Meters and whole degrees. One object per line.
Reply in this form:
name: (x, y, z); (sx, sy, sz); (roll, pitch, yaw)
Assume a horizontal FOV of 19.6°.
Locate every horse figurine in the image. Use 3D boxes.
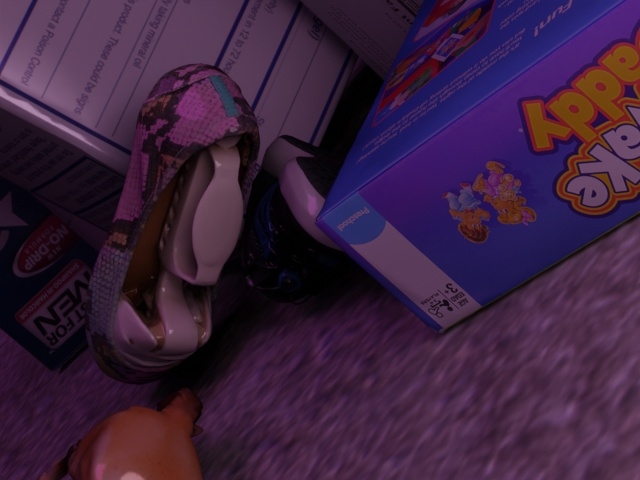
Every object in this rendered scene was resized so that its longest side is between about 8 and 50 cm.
horse figurine: (-0.108, 0.154, 0.850); (0.174, 0.066, 0.263); (-41, 18, 46)

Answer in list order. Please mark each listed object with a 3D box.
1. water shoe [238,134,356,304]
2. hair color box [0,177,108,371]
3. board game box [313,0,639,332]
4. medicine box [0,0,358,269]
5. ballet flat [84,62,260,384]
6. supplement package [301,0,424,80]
water shoe: (0.000, 0.000, 0.957); (0.203, 0.073, 0.080); (-121, 52, -79)
hair color box: (-0.276, -0.081, 1.345); (0.105, 0.347, 0.174); (-42, 16, 21)
board game box: (0.165, -0.130, 0.763); (0.347, 0.078, 0.233); (-35, 20, 41)
medicine box: (-0.122, -0.160, 1.136); (0.149, 0.289, 0.263); (-18, 46, 65)
ballet flat: (-0.080, 0.010, 1.022); (0.079, 0.077, 0.221); (56, 139, 45)
supplement package: (0.043, -0.243, 1.024); (0.204, 0.262, 0.145); (-54, 16, -18)
